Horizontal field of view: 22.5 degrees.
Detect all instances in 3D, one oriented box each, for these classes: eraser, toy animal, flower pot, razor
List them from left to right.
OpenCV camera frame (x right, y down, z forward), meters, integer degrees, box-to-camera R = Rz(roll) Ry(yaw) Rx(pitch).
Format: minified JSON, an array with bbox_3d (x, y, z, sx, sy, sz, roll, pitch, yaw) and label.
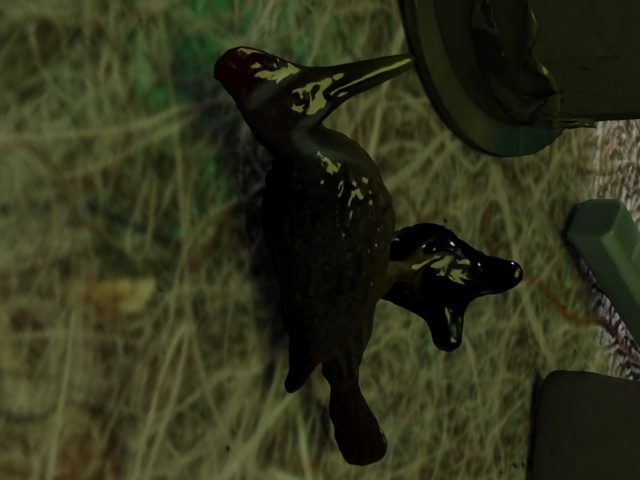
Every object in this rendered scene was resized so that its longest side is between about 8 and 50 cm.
[{"bbox_3d":[0.008,-0.003,0.630,0.105,0.070,0.202,-44,136,-18],"label":"toy animal"},{"bbox_3d":[0.208,0.076,0.932,0.111,0.056,0.278,-60,139,-27],"label":"razor"},{"bbox_3d":[0.168,-0.140,0.724,0.212,0.203,0.212,-6,97,-52],"label":"flower pot"},{"bbox_3d":[0.218,0.199,0.920,0.352,0.111,0.077,54,50,-44],"label":"eraser"}]
